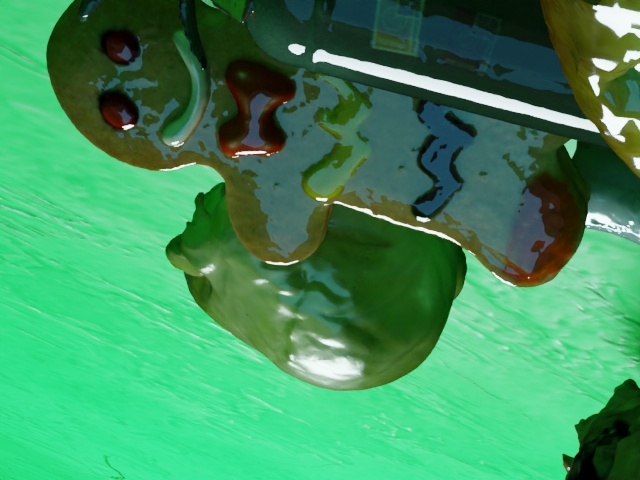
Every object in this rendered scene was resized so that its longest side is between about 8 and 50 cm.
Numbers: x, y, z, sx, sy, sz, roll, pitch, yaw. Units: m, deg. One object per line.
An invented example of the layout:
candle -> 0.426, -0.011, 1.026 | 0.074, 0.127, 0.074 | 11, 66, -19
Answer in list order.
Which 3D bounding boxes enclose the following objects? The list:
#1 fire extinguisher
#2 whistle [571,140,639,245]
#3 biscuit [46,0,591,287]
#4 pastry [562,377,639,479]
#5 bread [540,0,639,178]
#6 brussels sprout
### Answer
fire extinguisher -> 0.069, -0.085, 0.585 | 0.311, 0.095, 0.114 | 16, 122, 0
whistle -> 0.274, 0.012, 0.666 | 0.346, 0.142, 0.134 | 19, 124, 22
biscuit -> -0.001, -0.056, 0.687 | 0.250, 0.036, 0.165 | 12, 122, 8
pastry -> 0.284, 0.209, 0.937 | 0.337, 0.292, 0.405 | 12, 172, 35
bread -> 0.192, -0.095, 0.382 | 0.312, 0.172, 0.312 | 12, 157, 5
brussels sprout -> 0.006, 0.005, 0.832 | 0.145, 0.131, 0.183 | 38, 161, -1
